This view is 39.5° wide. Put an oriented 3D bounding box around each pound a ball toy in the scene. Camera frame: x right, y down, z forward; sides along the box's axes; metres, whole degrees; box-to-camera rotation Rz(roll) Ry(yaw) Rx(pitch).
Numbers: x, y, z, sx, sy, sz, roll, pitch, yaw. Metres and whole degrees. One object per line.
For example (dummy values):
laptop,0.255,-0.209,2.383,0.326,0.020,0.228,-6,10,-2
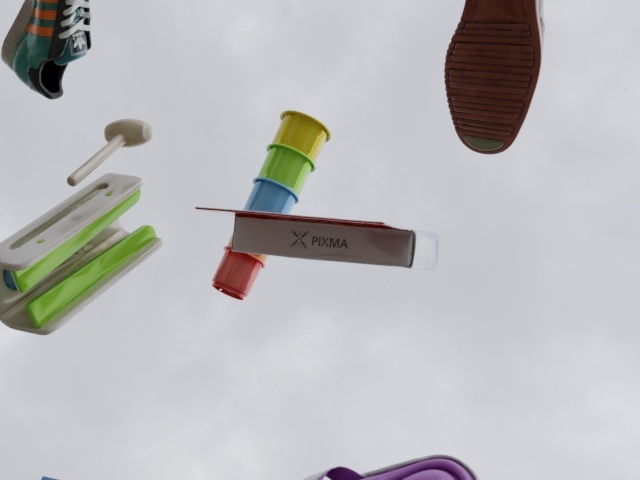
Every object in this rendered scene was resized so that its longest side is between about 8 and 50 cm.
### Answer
pound a ball toy,-0.381,-0.034,1.368,0.135,0.319,0.208,8,-55,32

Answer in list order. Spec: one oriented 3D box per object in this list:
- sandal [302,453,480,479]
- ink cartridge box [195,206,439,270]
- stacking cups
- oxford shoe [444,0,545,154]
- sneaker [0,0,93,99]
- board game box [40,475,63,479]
sandal,0.024,0.351,1.132,0.169,0.416,0.102,41,-41,45
ink cartridge box,0.000,0.000,1.223,0.275,0.239,0.060,5,-90,23
stacking cups,-0.089,-0.059,1.449,0.096,0.096,0.316,21,-108,14
oxford shoe,0.271,-0.322,1.291,0.140,0.146,0.397,14,-60,21
sneaker,-0.398,-0.353,1.396,0.121,0.108,0.302,45,-51,9
board game box,-0.363,0.473,1.527,0.160,0.039,0.211,1,-36,31
